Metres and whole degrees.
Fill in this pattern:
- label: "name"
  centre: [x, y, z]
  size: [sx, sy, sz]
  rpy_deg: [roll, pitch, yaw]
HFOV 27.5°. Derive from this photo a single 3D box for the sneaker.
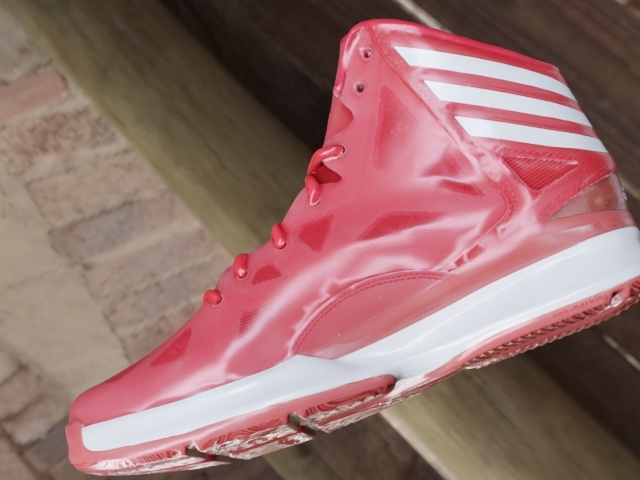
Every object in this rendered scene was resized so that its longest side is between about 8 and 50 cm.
- label: "sneaker"
  centre: [0.000, 0.000, 0.482]
  size: [0.221, 0.128, 0.087]
  rpy_deg: [-19, 166, 0]
